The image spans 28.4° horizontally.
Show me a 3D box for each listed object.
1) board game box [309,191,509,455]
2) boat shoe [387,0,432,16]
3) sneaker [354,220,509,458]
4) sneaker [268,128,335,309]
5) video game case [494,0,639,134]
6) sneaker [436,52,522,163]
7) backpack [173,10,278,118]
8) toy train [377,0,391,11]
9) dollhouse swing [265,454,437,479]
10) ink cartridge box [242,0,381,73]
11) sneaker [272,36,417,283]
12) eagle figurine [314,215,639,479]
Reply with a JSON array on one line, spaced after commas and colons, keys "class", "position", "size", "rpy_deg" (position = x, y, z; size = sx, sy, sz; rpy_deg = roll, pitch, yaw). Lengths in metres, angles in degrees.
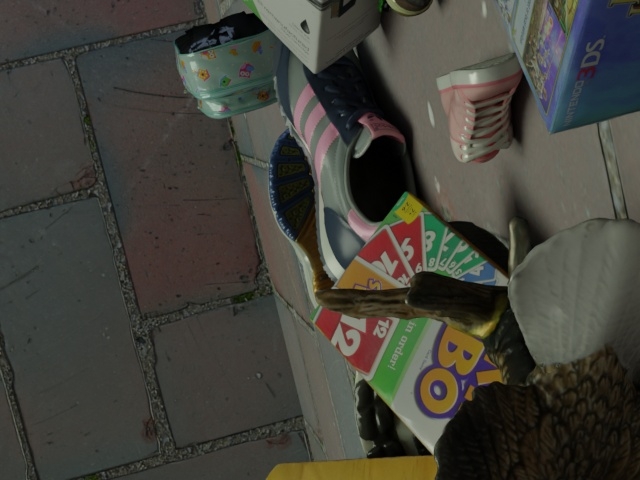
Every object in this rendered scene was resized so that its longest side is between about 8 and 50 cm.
[{"class": "board game box", "position": [0.099, 0.079, 0.868], "size": [0.039, 0.124, 0.259], "rpy_deg": [30, -169, -45]}, {"class": "boat shoe", "position": [0.058, -0.254, 0.996], "size": [0.152, 0.056, 0.049], "rpy_deg": [67, 168, -4]}, {"class": "sneaker", "position": [0.122, 0.175, 1.052], "size": [0.182, 0.158, 0.410], "rpy_deg": [-68, -28, -73]}, {"class": "sneaker", "position": [0.000, 0.000, 1.635], "size": [0.131, 0.112, 0.296], "rpy_deg": [110, 146, -77]}, {"class": "video game case", "position": [0.113, -0.226, 0.602], "size": [0.269, 0.061, 0.244], "rpy_deg": [90, 165, -62]}, {"class": "sneaker", "position": [0.116, -0.090, 0.877], "size": [0.134, 0.051, 0.070], "rpy_deg": [-153, 48, -84]}, {"class": "backpack", "position": [-0.129, -0.260, 1.872], "size": [0.188, 0.166, 0.144], "rpy_deg": [-126, 22, -78]}, {"class": "toy train", "position": [0.062, -0.231, 1.126], "size": [0.083, 0.017, 0.023], "rpy_deg": [101, 164, -72]}, {"class": "dollhouse swing", "position": [0.107, 0.360, 0.952], "size": [0.347, 0.315, 0.305], "rpy_deg": [-15, 50, 48]}, {"class": "ink cartridge box", "position": [-0.019, -0.278, 1.147], "size": [0.160, 0.092, 0.219], "rpy_deg": [47, 165, 14]}, {"class": "sneaker", "position": [0.039, -0.112, 1.282], "size": [0.131, 0.112, 0.319], "rpy_deg": [-49, 52, 55]}, {"class": "eagle figurine", "position": [0.128, 0.154, 0.673], "size": [0.225, 0.226, 0.298], "rpy_deg": [33, -134, -44]}]
